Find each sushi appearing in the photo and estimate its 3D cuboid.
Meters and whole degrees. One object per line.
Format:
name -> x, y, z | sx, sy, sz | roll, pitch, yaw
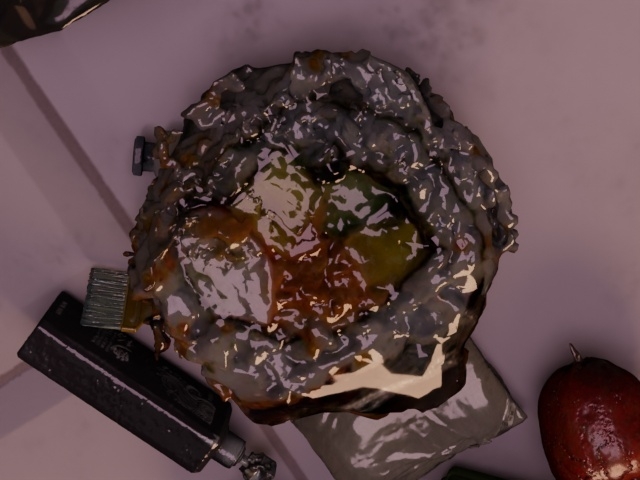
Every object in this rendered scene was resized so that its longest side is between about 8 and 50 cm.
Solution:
sushi -> 0.000, -0.004, 1.455 | 0.418, 0.176, 0.417 | -1, 108, -3

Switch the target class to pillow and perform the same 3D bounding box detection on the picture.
pillow -> 0.099, 0.202, 1.606 | 0.230, 0.050, 0.148 | -33, 92, 7

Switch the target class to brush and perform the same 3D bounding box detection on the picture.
brush -> -0.151, 0.074, 1.572 | 0.218, 0.082, 0.010 | 8, 142, -8

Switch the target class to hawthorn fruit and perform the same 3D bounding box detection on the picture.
hawthorn fruit -> 0.303, 0.190, 1.556 | 0.148, 0.148, 0.172 | -26, 90, 7

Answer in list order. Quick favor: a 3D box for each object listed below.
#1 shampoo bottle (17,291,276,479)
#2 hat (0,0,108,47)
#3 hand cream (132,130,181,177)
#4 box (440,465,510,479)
shampoo bottle -> -0.183, 0.178, 1.575 | 0.309, 0.098, 0.071 | 36, 105, -8
hat -> -0.333, -0.395, 1.336 | 0.366, 0.257, 0.381 | -10, 117, 26
hand cream -> -0.063, -0.079, 1.535 | 0.276, 0.059, 0.095 | 4, 105, -5
box -> 0.167, 0.420, 1.568 | 0.178, 0.253, 0.328 | 21, 103, 9
